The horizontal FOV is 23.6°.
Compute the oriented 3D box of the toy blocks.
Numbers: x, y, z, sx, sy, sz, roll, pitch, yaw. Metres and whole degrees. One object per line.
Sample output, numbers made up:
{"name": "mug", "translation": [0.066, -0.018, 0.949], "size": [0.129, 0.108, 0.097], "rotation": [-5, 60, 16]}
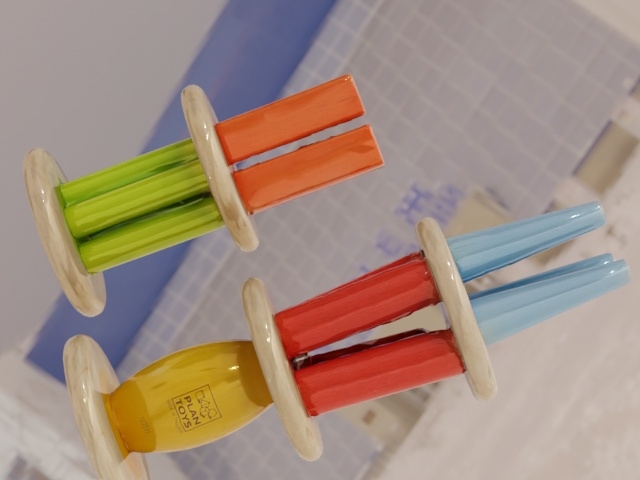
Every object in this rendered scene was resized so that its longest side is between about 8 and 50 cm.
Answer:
{"name": "toy blocks", "translation": [0.000, 0.000, 0.430], "size": [0.148, 0.123, 0.054], "rotation": [-19, -35, 1]}
